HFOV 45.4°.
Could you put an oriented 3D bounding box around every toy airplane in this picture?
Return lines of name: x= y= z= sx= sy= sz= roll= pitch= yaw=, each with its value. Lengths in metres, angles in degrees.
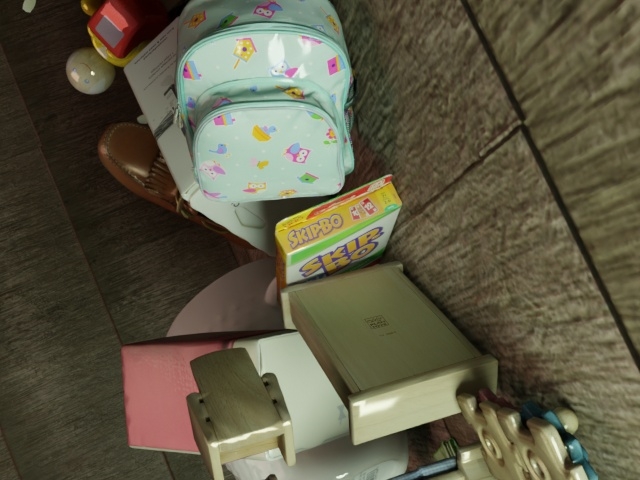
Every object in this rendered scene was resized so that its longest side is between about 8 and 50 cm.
toy airplane: x=-0.354 y=-0.379 z=1.400 sx=0.386 sy=0.272 sz=0.384 roll=45 pitch=179 yaw=30

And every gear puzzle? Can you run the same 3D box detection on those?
gear puzzle: x=0.219 y=0.267 z=0.578 sx=0.339 sy=0.044 sz=0.175 roll=65 pitch=168 yaw=-1

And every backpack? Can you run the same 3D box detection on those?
backpack: x=-0.049 y=-0.128 z=0.684 sx=0.188 sy=0.165 sz=0.144 roll=85 pitch=-178 yaw=-45

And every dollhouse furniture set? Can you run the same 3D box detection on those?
dollhouse furniture set: x=0.020 y=0.219 z=0.771 sx=0.198 sy=0.286 sz=0.303 roll=-130 pitch=32 yaw=-58

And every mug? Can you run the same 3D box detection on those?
mug: x=-0.024 y=0.198 z=1.074 sx=0.328 sy=0.276 sz=0.374 roll=52 pitch=142 yaw=33

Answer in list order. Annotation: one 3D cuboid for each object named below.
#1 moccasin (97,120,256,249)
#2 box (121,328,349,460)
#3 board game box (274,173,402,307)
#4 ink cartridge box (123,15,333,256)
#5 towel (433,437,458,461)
moccasin: x=-0.235 y=-0.098 z=1.428 sx=0.380 sy=0.139 sz=0.147 roll=38 pitch=161 yaw=-22
box: x=-0.100 y=0.171 z=0.890 sx=0.232 sy=0.148 sz=0.127 roll=-8 pitch=85 yaw=38
board game box: x=0.013 y=0.013 z=0.818 sx=0.039 sy=0.124 sz=0.259 roll=62 pitch=169 yaw=19
ink cartridge box: x=-0.120 y=-0.135 z=1.002 sx=0.197 sy=0.114 sz=0.273 roll=36 pitch=-161 yaw=-50
towel: x=0.177 y=0.317 z=0.913 sx=0.113 sy=0.023 sz=0.152 roll=92 pitch=154 yaw=-64
